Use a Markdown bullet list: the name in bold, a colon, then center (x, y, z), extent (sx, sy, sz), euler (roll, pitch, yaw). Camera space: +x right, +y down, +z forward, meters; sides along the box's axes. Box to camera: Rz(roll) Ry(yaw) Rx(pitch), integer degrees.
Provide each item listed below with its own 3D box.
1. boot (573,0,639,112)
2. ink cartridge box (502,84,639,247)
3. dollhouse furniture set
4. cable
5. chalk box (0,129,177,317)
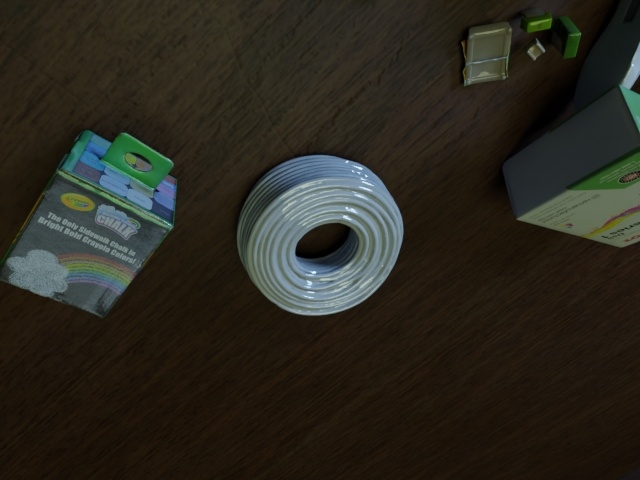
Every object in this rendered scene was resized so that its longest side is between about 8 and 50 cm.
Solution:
- **boot**: center (0.478, -0.292, 0.589), extent (0.123, 0.095, 0.259), euler (6, 120, -13)
- **ink cartridge box**: center (0.474, -0.097, 0.661), extent (0.277, 0.117, 0.201), euler (11, 152, -23)
- **dollhouse furniture set**: center (0.271, -0.276, 0.583), extent (0.151, 0.059, 0.076), euler (-6, 135, 10)
- **cable**: center (0.000, 0.000, 0.647), extent (0.256, 0.089, 0.257), euler (21, 115, -28)
- **chalk box**: center (-0.266, -0.038, 0.515), extent (0.132, 0.132, 0.213), euler (33, 108, -31)
